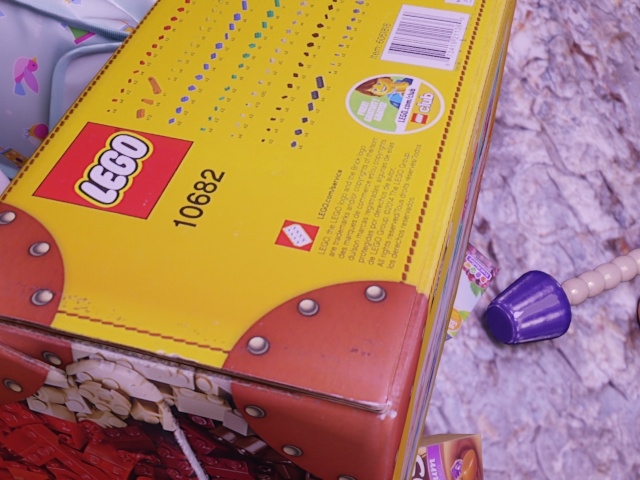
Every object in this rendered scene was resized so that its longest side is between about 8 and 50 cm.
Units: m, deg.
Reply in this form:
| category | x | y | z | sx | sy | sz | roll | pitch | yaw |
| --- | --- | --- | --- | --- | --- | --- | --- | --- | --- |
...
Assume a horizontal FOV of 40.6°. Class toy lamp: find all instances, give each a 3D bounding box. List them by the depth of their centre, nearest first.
| category | x | y | z | sx | sy | sz | roll | pitch | yaw |
| --- | --- | --- | --- | --- | --- | --- | --- | --- | --- |
| toy lamp | 0.301 | 0.044 | 0.955 | 0.274 | 0.080 | 0.080 | -21 | 81 | -27 |

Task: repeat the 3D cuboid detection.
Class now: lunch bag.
| category | x | y | z | sx | sy | sz | roll | pitch | yaw |
| --- | --- | --- | --- | --- | --- | --- | --- | --- | --- |
| lunch bag | -0.202 | -0.144 | 0.722 | 0.262 | 0.223 | 0.160 | 25 | 52 | 0 |

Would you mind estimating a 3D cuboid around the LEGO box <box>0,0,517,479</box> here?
| category | x | y | z | sx | sy | sz | roll | pitch | yaw |
| --- | --- | --- | --- | --- | --- | --- | --- | --- | --- |
| LEGO box | 0.000 | 0.000 | 0.600 | 0.193 | 0.373 | 0.500 | 12 | 46 | 10 |

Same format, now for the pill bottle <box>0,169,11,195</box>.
| category | x | y | z | sx | sy | sz | roll | pitch | yaw |
| --- | --- | --- | --- | --- | --- | --- | --- | --- | --- |
| pill bottle | -0.376 | 0.029 | 0.663 | 0.162 | 0.162 | 0.278 | 42 | 64 | -3 |

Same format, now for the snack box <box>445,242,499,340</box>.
| category | x | y | z | sx | sy | sz | roll | pitch | yaw |
| --- | --- | --- | --- | --- | --- | --- | --- | --- | --- |
| snack box | 0.106 | 0.024 | 0.910 | 0.141 | 0.037 | 0.100 | 41 | 66 | -4 |

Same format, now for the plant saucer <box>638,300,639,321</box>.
| category | x | y | z | sx | sy | sz | roll | pitch | yaw |
| --- | --- | --- | --- | --- | --- | --- | --- | --- | --- |
| plant saucer | 0.406 | 0.090 | 1.012 | 0.083 | 0.013 | 0.084 | 6 | 71 | -17 |

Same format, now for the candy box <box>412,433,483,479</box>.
| category | x | y | z | sx | sy | sz | roll | pitch | yaw |
| --- | --- | --- | --- | --- | --- | --- | --- | --- | --- |
| candy box | 0.083 | 0.236 | 0.770 | 0.186 | 0.053 | 0.109 | 5 | 80 | -50 |
